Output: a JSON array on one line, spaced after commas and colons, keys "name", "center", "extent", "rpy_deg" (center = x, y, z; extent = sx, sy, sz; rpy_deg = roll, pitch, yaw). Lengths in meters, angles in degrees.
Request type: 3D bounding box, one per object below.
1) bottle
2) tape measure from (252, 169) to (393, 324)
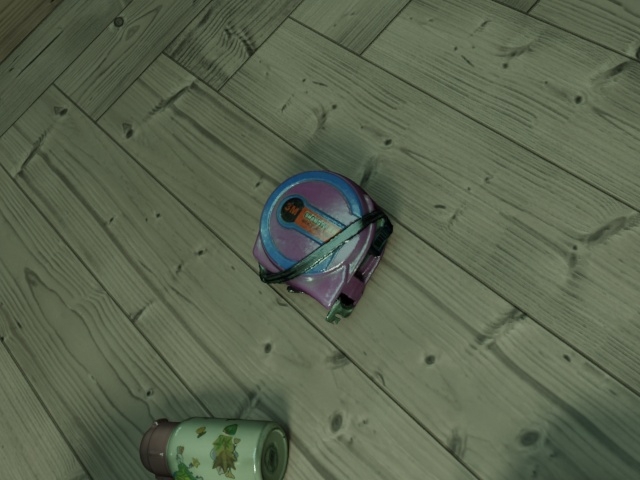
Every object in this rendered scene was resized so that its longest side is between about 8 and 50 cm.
[{"name": "bottle", "center": [-0.190, 0.362, 1.134], "extent": [0.253, 0.120, 0.120], "rpy_deg": [-4, 64, 24]}, {"name": "tape measure", "center": [0.000, 0.000, 1.219], "extent": [0.232, 0.149, 0.245], "rpy_deg": [32, 88, 29]}]
